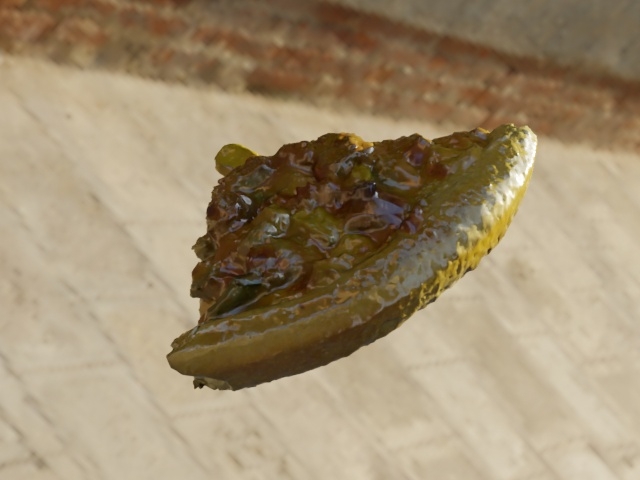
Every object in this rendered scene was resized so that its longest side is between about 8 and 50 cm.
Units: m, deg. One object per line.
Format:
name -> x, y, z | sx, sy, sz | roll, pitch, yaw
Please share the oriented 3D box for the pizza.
pizza -> 0.031, 0.004, 1.348 | 0.258, 0.268, 0.087 | -85, 166, -50
